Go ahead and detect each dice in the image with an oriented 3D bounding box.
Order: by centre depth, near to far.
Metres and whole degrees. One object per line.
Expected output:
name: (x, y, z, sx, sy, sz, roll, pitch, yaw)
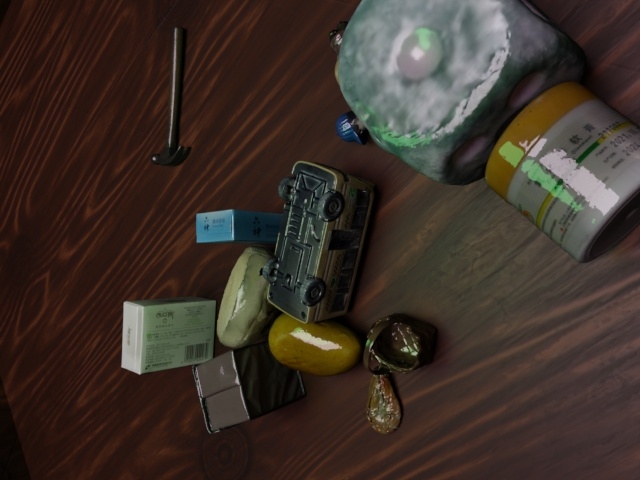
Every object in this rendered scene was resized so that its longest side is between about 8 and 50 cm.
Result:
dice: (0.262, -0.325, 1.177, 0.330, 0.348, 0.328, -50, 63, 30)

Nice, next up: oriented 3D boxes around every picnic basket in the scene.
picnic basket: (0.160, 0.231, 1.376, 0.138, 0.178, 0.128, 17, 101, 39)

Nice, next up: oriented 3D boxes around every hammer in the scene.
hammer: (-0.473, -0.458, 2.000, 0.168, 0.044, 0.440, 7, 95, 41)

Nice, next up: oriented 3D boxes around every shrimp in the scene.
shrimp: (0.149, 0.369, 1.482, 0.091, 0.043, 0.184, 0, 96, 33)

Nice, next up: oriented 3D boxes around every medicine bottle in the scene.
medicine bottle: (0.451, -0.118, 1.089, 0.232, 0.238, 0.238, 48, 119, 29)

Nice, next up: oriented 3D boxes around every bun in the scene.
bun: (-0.178, 0.156, 1.664, 0.287, 0.146, 0.287, -159, 90, -76)

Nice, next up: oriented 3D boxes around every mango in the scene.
mango: (-0.012, 0.254, 1.544, 0.262, 0.130, 0.167, 10, 127, 29)

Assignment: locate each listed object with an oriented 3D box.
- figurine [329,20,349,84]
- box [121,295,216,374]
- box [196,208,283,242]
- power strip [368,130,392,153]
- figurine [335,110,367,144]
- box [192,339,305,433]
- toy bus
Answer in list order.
figurine: (0.073, -0.444, 1.515, 0.114, 0.108, 0.196, -37, 49, 23)
box: (-0.441, 0.271, 1.835, 0.111, 0.260, 0.194, 6, 93, 44)
box: (-0.192, -0.031, 1.639, 0.143, 0.232, 0.083, -4, 87, 40)
power strip: (0.169, -0.293, 1.422, 0.137, 0.044, 0.216, -11, 84, 8)
figurine: (0.099, -0.299, 1.497, 0.149, 0.087, 0.086, -56, 20, 24)
box: (-0.177, 0.366, 1.620, 0.153, 0.252, 0.188, -25, 76, 32)
toy bus: (0.000, 0.000, 1.501, 0.177, 0.202, 0.365, 26, 109, 43)
